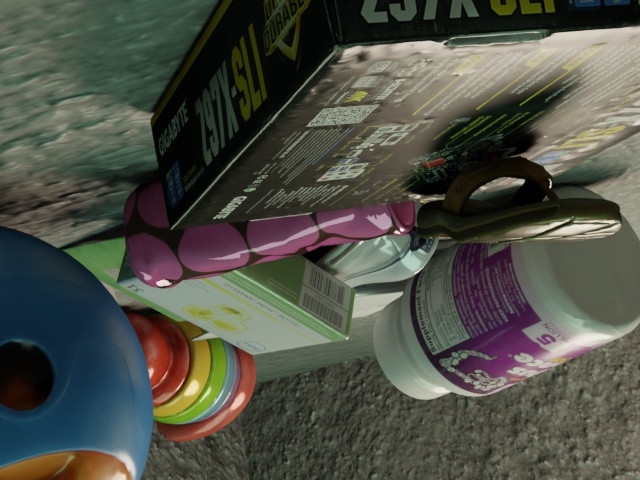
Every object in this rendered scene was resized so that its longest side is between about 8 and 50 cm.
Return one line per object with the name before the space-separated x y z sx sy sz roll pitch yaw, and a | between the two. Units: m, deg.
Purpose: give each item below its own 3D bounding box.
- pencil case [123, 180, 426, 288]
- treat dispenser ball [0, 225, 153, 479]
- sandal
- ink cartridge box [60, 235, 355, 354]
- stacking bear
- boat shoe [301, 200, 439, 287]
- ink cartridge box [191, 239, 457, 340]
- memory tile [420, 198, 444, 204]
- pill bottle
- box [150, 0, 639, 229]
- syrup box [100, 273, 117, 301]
pencil case | -0.034 -0.021 0.919 0.209 0.095 0.098 -11 -175 17
treat dispenser ball | -0.269 0.128 0.936 0.288 0.288 0.288 -10 171 -2
sandal | 0.103 -0.024 0.720 0.072 0.049 0.180 -2 -177 -17
ink cartridge box | -0.111 0.047 1.113 0.235 0.056 0.171 -15 145 40
stacking bear | -0.217 0.167 1.700 0.164 0.175 0.289 -11 164 20
boat shoe | 0.000 0.000 1.141 0.084 0.095 0.258 27 150 -27
ink cartridge box | 0.003 0.062 1.564 0.275 0.060 0.239 -6 171 -32
memory tile | 0.093 -0.046 1.141 0.113 0.012 0.148 -8 171 -11
pill bottle | 0.194 0.072 1.374 0.169 0.169 0.301 -3 160 -38
box | 0.068 -0.086 0.659 0.257 0.079 0.322 -9 171 -19
syrup box | -0.326 0.093 1.262 0.237 0.096 0.093 -10 171 4
